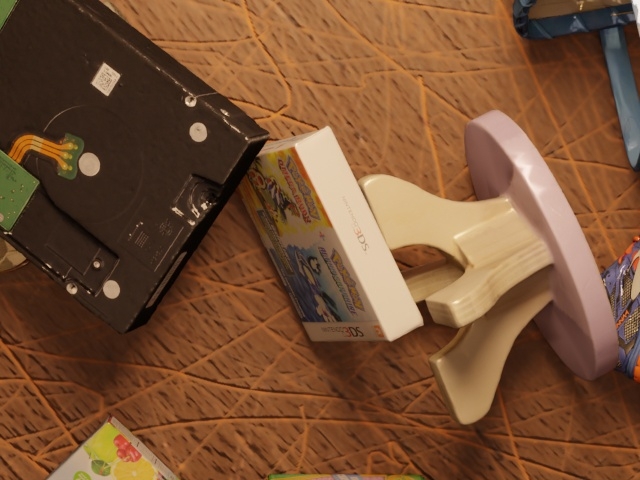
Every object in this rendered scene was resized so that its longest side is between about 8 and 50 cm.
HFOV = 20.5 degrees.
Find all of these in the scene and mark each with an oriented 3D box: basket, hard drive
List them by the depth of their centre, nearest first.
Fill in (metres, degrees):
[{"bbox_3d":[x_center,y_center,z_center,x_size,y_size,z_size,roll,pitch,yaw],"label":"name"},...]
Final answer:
[{"bbox_3d":[0.278,-0.220,1.630,0.201,0.255,0.289,-15,80,0],"label":"basket"},{"bbox_3d":[-0.243,-0.105,1.668,0.339,0.064,0.237,37,109,10],"label":"hard drive"}]

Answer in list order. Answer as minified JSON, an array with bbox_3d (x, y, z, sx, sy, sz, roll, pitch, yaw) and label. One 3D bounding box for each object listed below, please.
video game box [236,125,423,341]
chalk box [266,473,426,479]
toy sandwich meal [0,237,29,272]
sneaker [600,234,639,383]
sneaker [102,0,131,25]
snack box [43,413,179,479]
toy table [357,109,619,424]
[{"bbox_3d":[0.000,0.000,1.687,0.048,0.187,0.205,-30,98,-24],"label":"video game box"},{"bbox_3d":[0.051,0.310,1.763,0.213,0.132,0.132,2,98,-2],"label":"chalk box"},{"bbox_3d":[-0.321,-0.007,1.760,0.085,0.029,0.085,0,99,-1],"label":"toy sandwich meal"},{"bbox_3d":[0.319,0.029,1.749,0.087,0.083,0.221,14,87,26],"label":"sneaker"},{"bbox_3d":[-0.207,-0.113,1.719,0.118,0.083,0.222,-20,99,3],"label":"sneaker"},{"bbox_3d":[-0.227,0.261,1.797,0.141,0.037,0.100,-44,96,6],"label":"snack box"},{"bbox_3d":[0.154,0.033,1.678,0.161,0.252,0.274,-25,87,-13],"label":"toy table"}]
